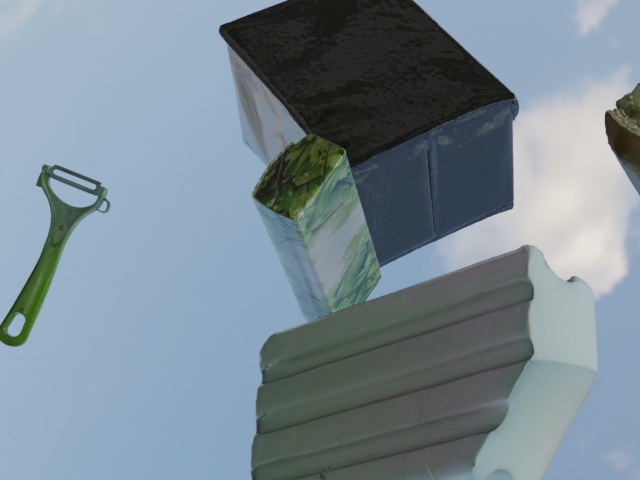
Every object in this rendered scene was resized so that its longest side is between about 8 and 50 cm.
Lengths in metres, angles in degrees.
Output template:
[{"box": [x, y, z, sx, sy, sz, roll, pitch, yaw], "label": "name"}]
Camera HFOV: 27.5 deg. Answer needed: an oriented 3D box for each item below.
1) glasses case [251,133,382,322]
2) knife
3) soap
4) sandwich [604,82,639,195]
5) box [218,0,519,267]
[{"box": [0.000, 0.000, 1.375, 0.062, 0.272, 0.095, 27, -111, 23], "label": "glasses case"}, {"box": [-0.244, 0.018, 1.173, 0.078, 0.022, 0.166, 21, -91, 22], "label": "knife"}, {"box": [0.074, 0.131, 1.027, 0.289, 0.095, 0.173, -22, -128, 39], "label": "soap"}, {"box": [0.371, -0.041, 1.247, 0.094, 0.258, 0.096, -31, 178, -33], "label": "sandwich"}, {"box": [0.061, -0.161, 1.718, 0.251, 0.204, 0.345, -25, -131, -15], "label": "box"}]
